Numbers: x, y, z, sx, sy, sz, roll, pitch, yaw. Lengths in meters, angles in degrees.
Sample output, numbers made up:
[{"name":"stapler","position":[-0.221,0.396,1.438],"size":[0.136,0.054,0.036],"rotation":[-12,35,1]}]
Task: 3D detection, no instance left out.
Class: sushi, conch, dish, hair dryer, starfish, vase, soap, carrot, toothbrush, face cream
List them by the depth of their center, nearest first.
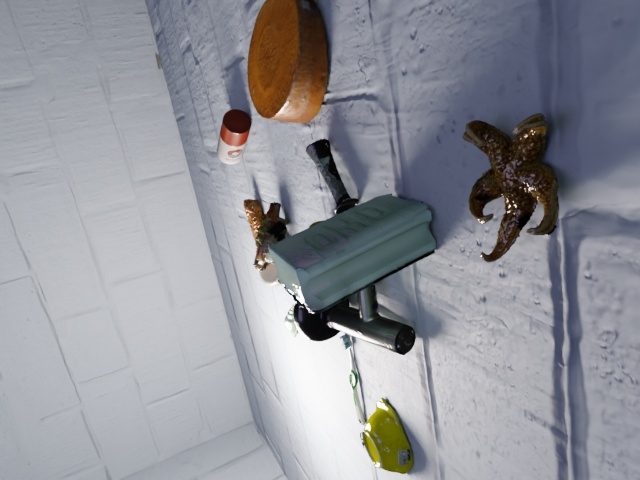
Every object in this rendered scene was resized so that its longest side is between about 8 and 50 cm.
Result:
[{"name":"starfish","position":[0.231,-0.059,0.559],"size":[0.146,0.074,0.189],"rotation":[32,135,61]},{"name":"soap","position":[0.056,0.010,0.794],"size":[0.150,0.262,0.094],"rotation":[37,148,55]},{"name":"vase","position":[0.025,-0.141,1.014],"size":[0.166,0.059,0.059],"rotation":[66,157,18]},{"name":"carrot","position":[-0.073,-0.402,1.032],"size":[0.307,0.100,0.258],"rotation":[-47,60,57]},{"name":"hair dryer","position":[0.083,0.102,1.061],"size":[0.320,0.156,0.283],"rotation":[-9,78,55]},{"name":"dish","position":[0.155,0.503,1.155],"size":[0.149,0.080,0.207],"rotation":[-12,97,68]},{"name":"toothbrush","position":[0.095,0.392,1.292],"size":[0.030,0.030,0.303],"rotation":[27,133,61]},{"name":"sushi","position":[-0.153,-0.011,1.437],"size":[0.097,0.103,0.225],"rotation":[31,-112,-79]},{"name":"face cream","position":[-0.299,-0.352,1.584],"size":[0.095,0.096,0.214],"rotation":[68,158,11]},{"name":"conch","position":[-0.079,0.280,1.589],"size":[0.065,0.088,0.180],"rotation":[-67,-21,-45]}]

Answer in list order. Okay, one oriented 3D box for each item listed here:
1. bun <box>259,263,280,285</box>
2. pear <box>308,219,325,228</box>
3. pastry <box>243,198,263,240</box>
[{"name":"bun","position":[-0.132,0.087,1.525],"size":[0.138,0.094,0.138],"rotation":[-17,67,45]},{"name":"pear","position":[0.000,0.000,1.138],"size":[0.092,0.097,0.092],"rotation":[48,180,0]},{"name":"pastry","position":[-0.233,-0.074,1.688],"size":[0.087,0.063,0.169],"rotation":[-135,29,-66]}]
